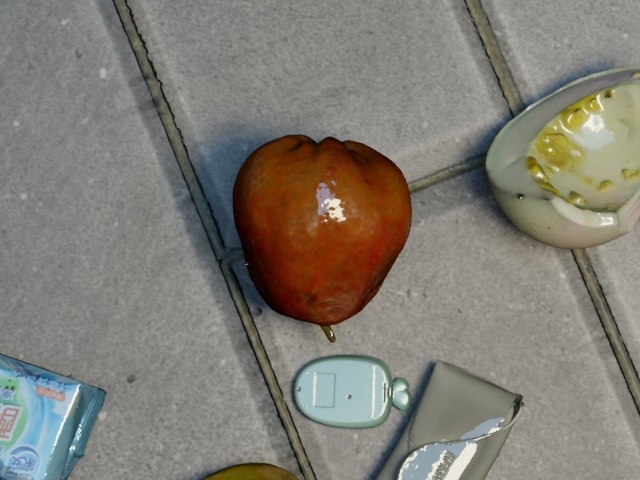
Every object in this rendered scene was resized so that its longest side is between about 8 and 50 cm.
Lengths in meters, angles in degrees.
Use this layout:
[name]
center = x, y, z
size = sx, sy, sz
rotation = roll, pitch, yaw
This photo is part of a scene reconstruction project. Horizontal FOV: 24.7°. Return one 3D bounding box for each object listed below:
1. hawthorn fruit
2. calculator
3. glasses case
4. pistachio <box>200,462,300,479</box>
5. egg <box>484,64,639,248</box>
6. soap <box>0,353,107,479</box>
[hawthorn fruit]
center = 0.000, 0.000, 1.815
size = 0.224, 0.224, 0.261
rotation = 3, 94, -5
[calculator]
center = 0.042, 0.195, 1.882
size = 0.153, 0.021, 0.095
rotation = 3, 82, -2
[glasses case]
center = 0.136, 0.298, 1.844
size = 0.128, 0.083, 0.308
rotation = 32, 80, -1
[pistachio]
center = -0.108, 0.336, 1.813
size = 0.189, 0.100, 0.110
rotation = -26, 63, 0
[egg]
center = 0.338, -0.084, 1.879
size = 0.271, 0.206, 0.162
rotation = -48, 123, -28
[soap]
center = -0.427, 0.208, 1.807
size = 0.293, 0.077, 0.156
rotation = 17, 81, -2
